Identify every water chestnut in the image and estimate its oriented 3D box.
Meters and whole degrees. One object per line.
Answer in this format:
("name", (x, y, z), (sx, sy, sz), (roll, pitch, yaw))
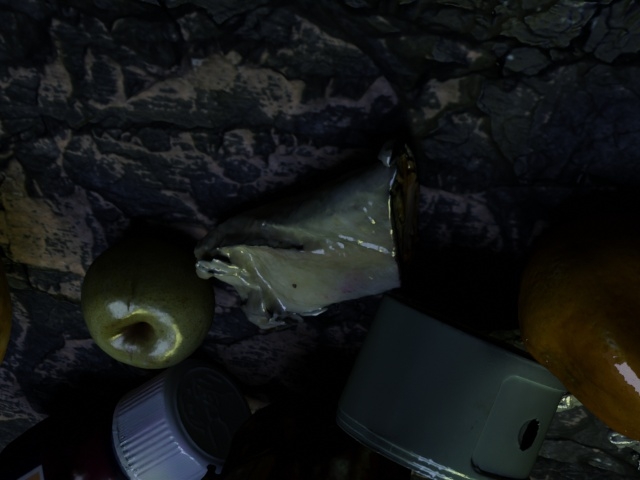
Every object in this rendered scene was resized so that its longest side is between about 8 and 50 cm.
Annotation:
("water chestnut", (0.017, 0.364, 1.300), (0.347, 0.335, 0.335), (24, 138, 7))

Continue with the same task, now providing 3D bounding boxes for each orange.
("orange", (0.318, 0.079, 1.042), (0.249, 0.249, 0.183), (29, 118, -12))

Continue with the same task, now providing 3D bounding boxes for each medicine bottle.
("medicine bottle", (-0.283, 0.318, 1.488), (0.242, 0.242, 0.395), (39, 128, -21))

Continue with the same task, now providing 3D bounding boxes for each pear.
("pear", (-0.208, 0.072, 1.279), (0.167, 0.137, 0.167), (8, 134, 9))

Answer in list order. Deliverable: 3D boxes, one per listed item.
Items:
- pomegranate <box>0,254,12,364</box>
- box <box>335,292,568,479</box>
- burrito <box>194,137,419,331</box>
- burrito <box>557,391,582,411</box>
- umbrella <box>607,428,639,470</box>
("pomegranate", (-0.572, 0.088, 1.229), (0.410, 0.410, 0.410), (10, 137, 9))
("box", (0.145, 0.169, 1.162), (0.226, 0.149, 0.226), (22, -179, 0))
("burrito", (0.010, 0.005, 1.158), (0.175, 0.107, 0.347), (29, 141, -34))
("burrito", (0.262, 0.183, 1.290), (0.188, 0.058, 0.045), (-16, 153, 31))
("umbrella", (0.437, 0.262, 1.283), (0.113, 0.106, 0.358), (-18, 137, 22))
